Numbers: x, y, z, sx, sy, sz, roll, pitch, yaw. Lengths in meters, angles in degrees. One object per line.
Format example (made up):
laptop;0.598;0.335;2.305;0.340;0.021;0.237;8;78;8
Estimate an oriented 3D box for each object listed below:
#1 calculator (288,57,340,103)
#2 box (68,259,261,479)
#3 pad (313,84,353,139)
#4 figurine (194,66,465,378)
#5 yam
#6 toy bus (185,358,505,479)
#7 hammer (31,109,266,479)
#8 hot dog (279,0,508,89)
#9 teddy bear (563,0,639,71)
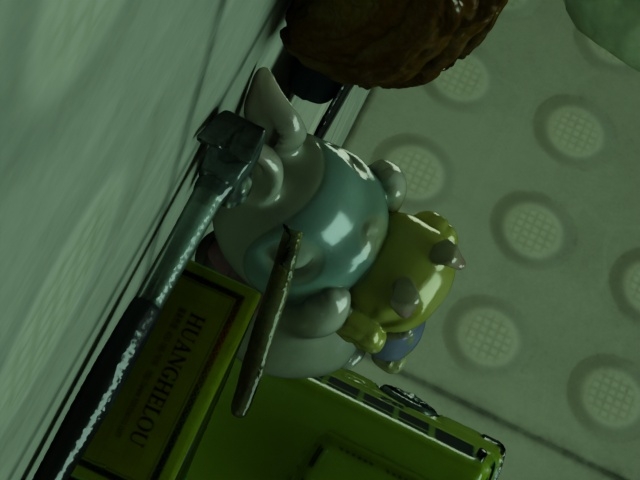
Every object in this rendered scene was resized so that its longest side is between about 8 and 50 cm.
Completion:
calculator;0.032;-0.178;1.234;0.210;0.039;0.121;-62;177;-49
box;-0.103;0.120;1.000;0.220;0.064;0.141;111;2;-59
pad;0.024;-0.113;1.232;0.202;0.005;0.300;-61;-179;-17
figurine;0.000;0.000;1.055;0.127;0.155;0.235;-49;169;-19
yam;-0.029;0.044;0.968;0.014;0.014;0.107;106;1;-86
toy bus;-0.006;0.152;1.285;0.128;0.262;0.150;-64;176;6
hammer;-0.089;0.043;0.852;0.246;0.029;0.103;-62;179;-23
hot dog;0.065;-0.171;0.909;0.175;0.114;0.259;-62;178;-28
teddy bear;0.222;-0.288;0.668;0.375;0.327;0.362;-95;-160;-49
